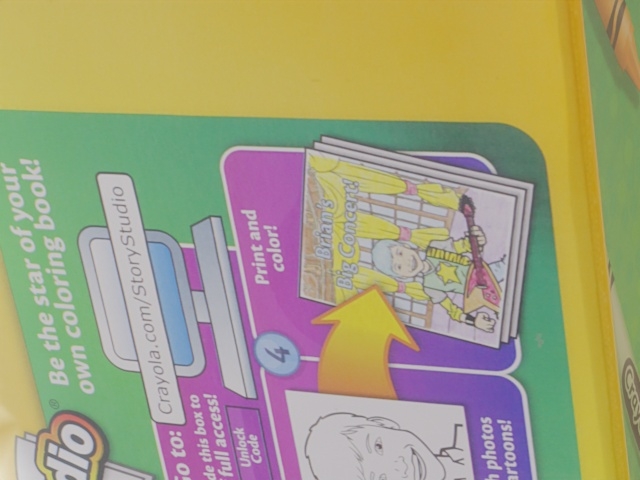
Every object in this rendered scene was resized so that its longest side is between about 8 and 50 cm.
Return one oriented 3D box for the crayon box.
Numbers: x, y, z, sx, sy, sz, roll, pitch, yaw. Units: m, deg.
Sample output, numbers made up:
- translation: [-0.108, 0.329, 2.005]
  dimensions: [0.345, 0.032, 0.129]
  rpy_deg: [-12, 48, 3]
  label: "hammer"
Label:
- translation: [0.000, 0.000, 0.431]
  dimensions: [0.081, 0.165, 0.278]
  rpy_deg: [-49, -44, -52]
  label: "crayon box"
